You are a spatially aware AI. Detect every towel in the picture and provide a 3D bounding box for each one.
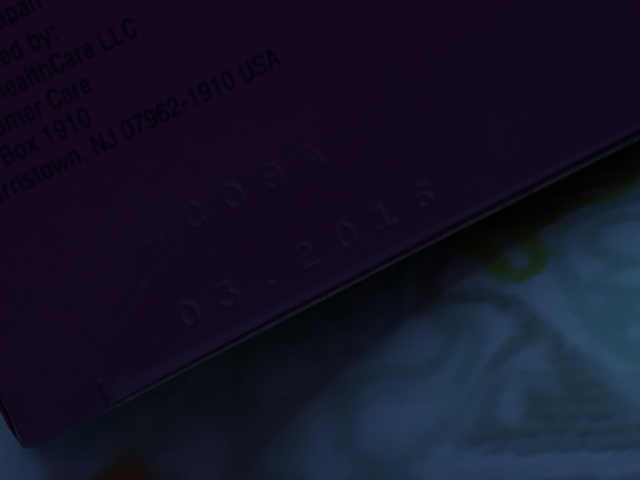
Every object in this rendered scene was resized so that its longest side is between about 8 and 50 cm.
[{"bbox_3d":[0.045,-0.022,0.513,0.320,0.090,0.374,-13,22,36],"label":"towel"}]

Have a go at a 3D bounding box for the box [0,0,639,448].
[{"bbox_3d":[-0.012,-0.087,0.448,0.213,0.117,0.243,-26,19,-8],"label":"box"}]
